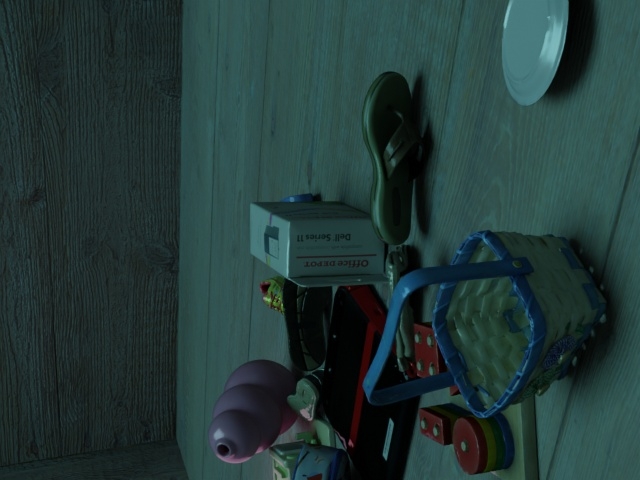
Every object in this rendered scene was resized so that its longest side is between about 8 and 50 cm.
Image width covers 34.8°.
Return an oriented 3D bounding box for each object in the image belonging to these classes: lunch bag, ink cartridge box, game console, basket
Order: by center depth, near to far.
[{"bbox_3d":[0.208,0.109,1.334,0.255,0.288,0.201,104,153,-48],"label":"basket"},{"bbox_3d":[0.000,0.000,2.048,0.353,0.207,0.119,-153,63,-68],"label":"ink cartridge box"},{"bbox_3d":[0.101,0.308,2.104,0.342,0.060,0.387,-126,34,-47],"label":"game console"},{"bbox_3d":[-0.002,0.582,2.193,0.303,0.114,0.243,76,-158,-61],"label":"lunch bag"}]

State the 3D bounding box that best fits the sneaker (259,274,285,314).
[{"bbox_3d":[-0.095,0.155,2.559,0.208,0.094,0.082,-132,42,-59],"label":"sneaker"}]

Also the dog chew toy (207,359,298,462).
[{"bbox_3d":[-0.176,0.438,2.557,0.332,0.206,0.207,-48,-36,-61],"label":"dog chew toy"}]

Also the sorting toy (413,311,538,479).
[{"bbox_3d":[0.234,0.240,1.613,0.255,0.089,0.257,-171,76,-71],"label":"sorting toy"}]

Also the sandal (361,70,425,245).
[{"bbox_3d":[0.143,-0.142,1.775,0.086,0.120,0.303,3,101,43],"label":"sandal"}]

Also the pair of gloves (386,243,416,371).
[{"bbox_3d":[0.148,0.115,1.804,0.240,0.042,0.204,-49,-47,-81],"label":"pair of gloves"}]

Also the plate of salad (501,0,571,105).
[{"bbox_3d":[0.290,-0.278,1.354,0.200,0.048,0.200,-176,90,-77],"label":"plate of salad"}]

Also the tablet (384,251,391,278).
[{"bbox_3d":[0.141,0.069,1.967,0.054,0.006,0.083,105,153,-47],"label":"tablet"}]

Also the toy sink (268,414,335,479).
[{"bbox_3d":[-0.043,0.557,2.468,0.153,0.131,0.234,-171,77,-71],"label":"toy sink"}]

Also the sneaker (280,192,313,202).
[{"bbox_3d":[-0.058,-0.046,2.422,0.232,0.081,0.091,129,130,-74],"label":"sneaker"}]

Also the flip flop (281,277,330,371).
[{"bbox_3d":[-0.030,0.168,2.380,0.080,0.112,0.277,-85,-7,-74],"label":"flip flop"}]

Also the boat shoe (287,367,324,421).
[{"bbox_3d":[-0.022,0.372,2.457,0.084,0.079,0.233,43,151,10],"label":"boat shoe"}]
